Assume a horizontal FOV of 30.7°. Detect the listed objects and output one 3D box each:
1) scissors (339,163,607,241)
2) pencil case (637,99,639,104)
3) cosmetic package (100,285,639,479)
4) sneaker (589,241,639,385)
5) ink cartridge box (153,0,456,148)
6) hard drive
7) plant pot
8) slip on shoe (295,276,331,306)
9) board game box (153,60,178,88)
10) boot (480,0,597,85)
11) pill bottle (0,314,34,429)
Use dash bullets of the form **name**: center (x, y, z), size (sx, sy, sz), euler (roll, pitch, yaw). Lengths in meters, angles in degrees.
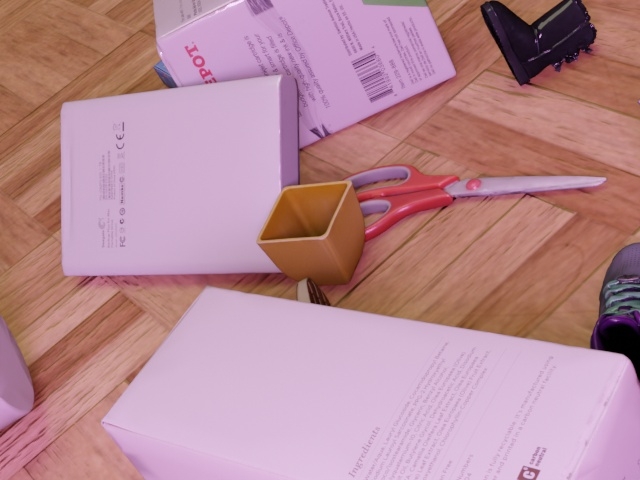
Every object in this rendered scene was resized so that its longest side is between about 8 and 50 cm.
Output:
- **scissors**: center (0.141, -0.060, 1.185), size (0.297, 0.021, 0.109), euler (-14, 37, 22)
- **pencil case**: center (0.389, -0.049, 0.915), size (0.119, 0.133, 0.306), euler (-7, 28, -27)
- **cosmetic package**: center (0.046, 0.167, 0.832), size (0.365, 0.197, 0.155), euler (9, 51, 39)
- **sneaker**: center (0.248, 0.063, 0.900), size (0.083, 0.098, 0.224), euler (-12, 40, 22)
- **ink cartridge box**: center (-0.021, -0.235, 1.343), size (0.289, 0.211, 0.121), euler (-24, 37, 7)
- **hard drive**: center (-0.160, -0.064, 1.276), size (0.307, 0.040, 0.203), euler (-2, 88, 32)
- **plant pot**: center (0.000, 0.000, 1.156), size (0.081, 0.083, 0.081), euler (-4, 44, 31)
- **slip on shoe**: center (-0.011, 0.089, 1.091), size (0.041, 0.051, 0.135), euler (-32, 40, 16)
- **board game box**: center (-0.106, -0.267, 1.587), size (0.211, 0.039, 0.160), euler (-38, 37, -13)
- **boot**: center (0.235, -0.230, 1.248), size (0.099, 0.121, 0.045), euler (-31, 38, 8)
- **pill bottle**: center (-0.501, 0.194, 1.139), size (0.407, 0.229, 0.229), euler (-30, 36, 0)
